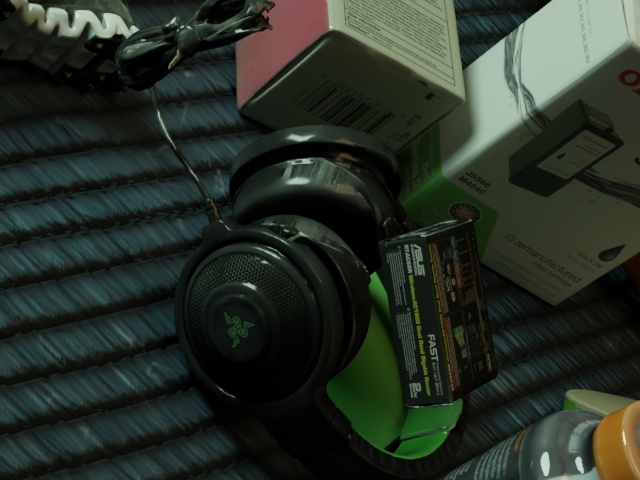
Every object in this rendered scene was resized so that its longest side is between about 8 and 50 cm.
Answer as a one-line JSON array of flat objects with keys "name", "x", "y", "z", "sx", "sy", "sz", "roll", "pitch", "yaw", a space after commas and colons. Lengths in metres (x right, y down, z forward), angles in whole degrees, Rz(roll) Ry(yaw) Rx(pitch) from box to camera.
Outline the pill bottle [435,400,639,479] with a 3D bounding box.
[{"name": "pill bottle", "x": 0.148, "y": 0.198, "z": 1.218, "sx": 0.130, "sy": 0.245, "sz": 0.130, "roll": 27, "pitch": 44, "yaw": -30}]

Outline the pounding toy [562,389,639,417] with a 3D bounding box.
[{"name": "pounding toy", "x": 0.279, "y": 0.205, "z": 1.460, "sx": 0.183, "sy": 0.110, "sz": 0.237, "roll": 15, "pitch": 4, "yaw": -2}]

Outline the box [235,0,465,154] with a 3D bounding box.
[{"name": "box", "x": 0.019, "y": -0.199, "z": 1.500, "sx": 0.148, "sy": 0.127, "sz": 0.232, "roll": 25, "pitch": 45, "yaw": -32}]

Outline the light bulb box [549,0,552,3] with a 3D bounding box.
[{"name": "light bulb box", "x": 0.492, "y": -0.261, "z": 1.803, "sx": 0.358, "sy": 0.361, "sz": 0.225, "roll": 46, "pitch": 34, "yaw": 16}]

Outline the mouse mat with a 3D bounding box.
[{"name": "mouse mat", "x": 0.031, "y": 0.084, "z": 1.386, "sx": 0.152, "sy": 0.007, "sz": 0.189, "roll": 55, "pitch": 36, "yaw": 3}]

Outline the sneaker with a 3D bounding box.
[{"name": "sneaker", "x": -0.224, "y": -0.181, "z": 1.270, "sx": 0.234, "sy": 0.078, "sz": 0.106, "roll": 15, "pitch": 48, "yaw": -45}]

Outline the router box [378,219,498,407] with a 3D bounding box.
[{"name": "router box", "x": 0.085, "y": 0.051, "z": 1.269, "sx": 0.092, "sy": 0.038, "sz": 0.122, "roll": -16, "pitch": 97, "yaw": -63}]

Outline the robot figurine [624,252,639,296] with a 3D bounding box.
[{"name": "robot figurine", "x": 0.346, "y": -0.006, "z": 1.700, "sx": 0.158, "sy": 0.128, "sz": 0.219, "roll": -17, "pitch": 73, "yaw": -23}]

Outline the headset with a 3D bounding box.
[{"name": "headset", "x": 0.000, "y": 0.000, "z": 1.262, "sx": 0.394, "sy": 0.185, "sz": 0.243, "roll": 50, "pitch": 35, "yaw": -22}]

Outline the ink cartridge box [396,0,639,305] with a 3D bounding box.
[{"name": "ink cartridge box", "x": 0.225, "y": -0.088, "z": 1.509, "sx": 0.198, "sy": 0.273, "sz": 0.115, "roll": 30, "pitch": 42, "yaw": -28}]
